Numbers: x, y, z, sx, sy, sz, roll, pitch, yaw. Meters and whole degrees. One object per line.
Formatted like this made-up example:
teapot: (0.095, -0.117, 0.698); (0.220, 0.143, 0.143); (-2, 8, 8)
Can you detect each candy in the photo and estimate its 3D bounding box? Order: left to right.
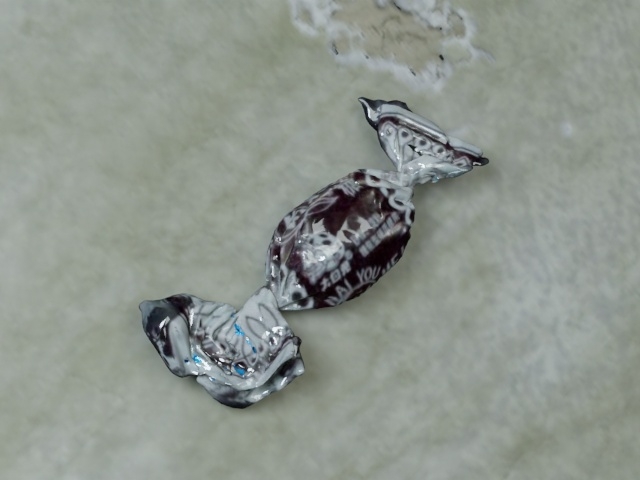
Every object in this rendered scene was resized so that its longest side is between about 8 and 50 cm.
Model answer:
candy: (0.000, 0.000, 1.010); (0.226, 0.051, 0.094); (-41, 92, -27)
